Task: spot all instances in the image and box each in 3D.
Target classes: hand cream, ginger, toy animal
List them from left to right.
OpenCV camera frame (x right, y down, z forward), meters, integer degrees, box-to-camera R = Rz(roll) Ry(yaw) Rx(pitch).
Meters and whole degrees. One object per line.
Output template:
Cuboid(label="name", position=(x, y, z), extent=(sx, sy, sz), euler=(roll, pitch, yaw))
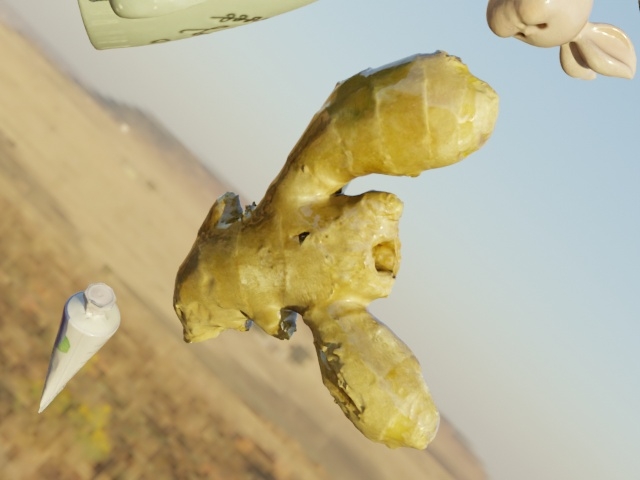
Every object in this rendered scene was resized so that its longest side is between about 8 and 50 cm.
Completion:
Cuboid(label="hand cream", position=(-0.224, 0.093, 1.676), extent=(0.053, 0.084, 0.142), euler=(35, -47, 3))
Cuboid(label="ginger", position=(-0.008, -0.013, 1.719), extent=(0.348, 0.363, 0.122), euler=(13, 13, 36))
Cuboid(label="toy animal", position=(0.210, -0.223, 1.694), extent=(0.212, 0.124, 0.124), euler=(59, -4, -9))

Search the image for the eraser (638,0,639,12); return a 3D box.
Cuboid(label="eraser", position=(0.326, -0.193, 1.145), extent=(0.189, 0.290, 0.104), euler=(46, -24, -27))

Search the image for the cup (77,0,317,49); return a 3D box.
Cuboid(label="cup", position=(-0.109, -0.265, 1.655), extent=(0.258, 0.234, 0.186), euler=(-86, 170, -62))
